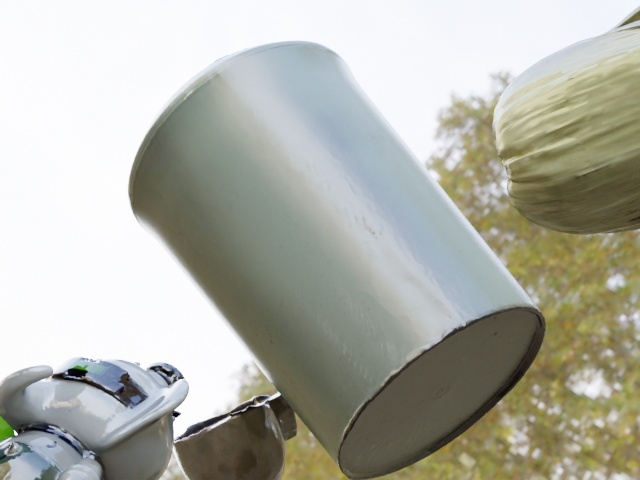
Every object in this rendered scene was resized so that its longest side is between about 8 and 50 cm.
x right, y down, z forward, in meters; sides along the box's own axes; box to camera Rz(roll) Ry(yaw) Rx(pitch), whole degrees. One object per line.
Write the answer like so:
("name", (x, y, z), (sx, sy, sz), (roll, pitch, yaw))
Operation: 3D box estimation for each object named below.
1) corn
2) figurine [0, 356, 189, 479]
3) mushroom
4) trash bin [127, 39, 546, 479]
("corn", (0.248, -0.095, 0.761), (0.305, 0.123, 0.122), (-24, -51, 28))
("figurine", (-0.157, 0.133, 0.831), (0.147, 0.192, 0.126), (-30, -87, 41))
("mushroom", (-0.092, 0.237, 1.445), (0.188, 0.141, 0.117), (164, -86, -79))
("trash bin", (0.000, 0.000, 1.311), (0.432, 0.280, 0.280), (51, -23, 28))
